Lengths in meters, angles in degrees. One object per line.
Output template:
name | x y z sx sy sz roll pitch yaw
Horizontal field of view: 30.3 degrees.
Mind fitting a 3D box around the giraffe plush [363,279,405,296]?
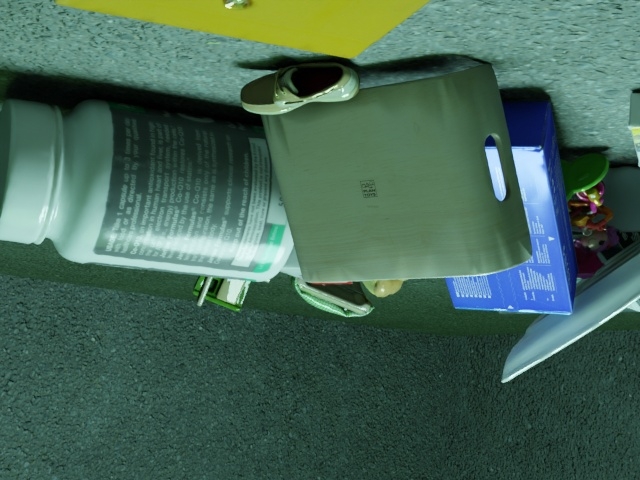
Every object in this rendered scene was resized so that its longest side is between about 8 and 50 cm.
giraffe plush | 0.136 -0.008 1.882 0.171 0.181 0.210 -8 177 -31

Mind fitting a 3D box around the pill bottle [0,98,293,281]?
pill bottle | -0.220 -0.065 1.477 0.361 0.204 0.204 7 170 -24

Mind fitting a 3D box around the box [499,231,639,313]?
box | 0.393 0.031 1.972 0.308 0.076 0.242 -3 145 36

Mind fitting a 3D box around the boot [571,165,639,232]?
boot | 0.416 -0.057 1.706 0.258 0.095 0.123 4 -179 40

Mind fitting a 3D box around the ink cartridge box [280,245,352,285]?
ink cartridge box | 0.000 0.000 2.006 0.078 0.134 0.231 -1 171 22

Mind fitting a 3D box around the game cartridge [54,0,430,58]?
game cartridge | -0.040 -0.231 0.911 0.285 0.052 0.324 7 168 -21

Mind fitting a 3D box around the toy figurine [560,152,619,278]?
toy figurine | 0.349 -0.021 1.619 0.173 0.130 0.159 -25 122 25

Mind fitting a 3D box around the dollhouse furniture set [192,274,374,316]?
dollhouse furniture set | -0.074 0.106 2.207 0.302 0.151 0.197 22 -167 -9

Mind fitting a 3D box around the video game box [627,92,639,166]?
video game box | 0.461 -0.126 1.344 0.205 0.048 0.187 0 172 18

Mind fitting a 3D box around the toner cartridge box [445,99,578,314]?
toner cartridge box | 0.221 -0.033 1.475 0.165 0.075 0.347 3 145 20

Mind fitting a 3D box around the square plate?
square plate | 0.436 0.047 1.673 0.344 0.049 0.347 -42 172 38

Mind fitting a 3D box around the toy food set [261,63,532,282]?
toy food set | 0.078 -0.072 1.338 0.306 0.219 0.092 -5 -165 36

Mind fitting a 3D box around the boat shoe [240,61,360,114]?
boat shoe | -0.028 -0.169 1.271 0.135 0.050 0.045 -10 164 16
